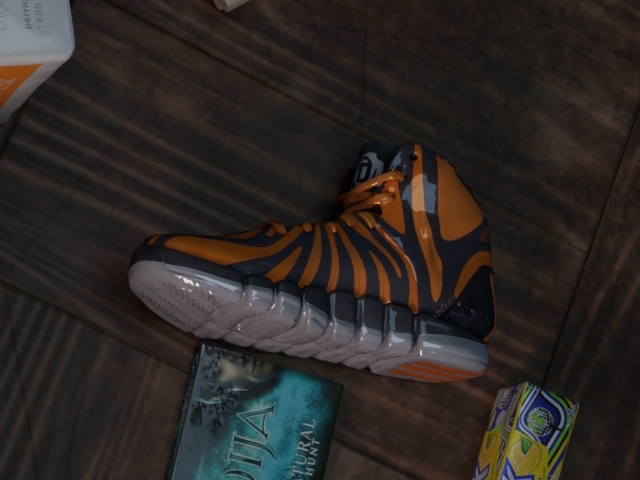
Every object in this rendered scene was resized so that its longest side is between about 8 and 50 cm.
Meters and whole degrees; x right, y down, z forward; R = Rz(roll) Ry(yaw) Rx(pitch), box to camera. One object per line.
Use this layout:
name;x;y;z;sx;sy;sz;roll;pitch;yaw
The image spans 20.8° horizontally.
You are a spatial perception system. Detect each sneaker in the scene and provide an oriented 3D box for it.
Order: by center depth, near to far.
sneaker;0.000;0.000;1.400;0.321;0.124;0.180;15;71;-30

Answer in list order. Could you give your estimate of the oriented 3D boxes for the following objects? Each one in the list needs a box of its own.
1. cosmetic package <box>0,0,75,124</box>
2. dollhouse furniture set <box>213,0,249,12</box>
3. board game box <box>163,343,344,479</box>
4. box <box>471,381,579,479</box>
cosmetic package;-0.420;-0.162;1.188;0.453;0.230;0.161;-5;84;-22
dollhouse furniture set;0.003;-0.411;1.432;0.355;0.174;0.303;-34;94;-24
board game box;-0.060;0.187;1.381;0.126;0.026;0.186;17;75;-19
box;0.158;0.206;1.447;0.054;0.059;0.169;22;73;-15
